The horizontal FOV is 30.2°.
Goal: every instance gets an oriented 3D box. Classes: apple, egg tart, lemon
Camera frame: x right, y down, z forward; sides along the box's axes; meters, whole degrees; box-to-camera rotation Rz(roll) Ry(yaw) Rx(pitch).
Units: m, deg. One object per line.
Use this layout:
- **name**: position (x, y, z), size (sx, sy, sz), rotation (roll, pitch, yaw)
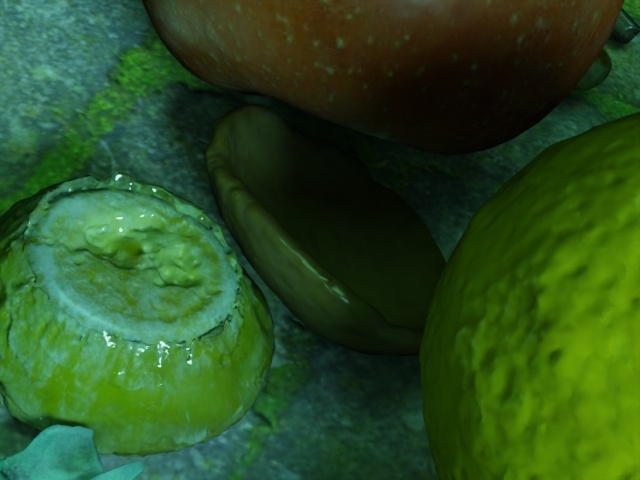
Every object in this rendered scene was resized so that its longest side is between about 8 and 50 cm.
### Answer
- **apple**: position (0.039, -0.215, 0.810), size (0.348, 0.277, 0.348), rotation (15, 7, -2)
- **egg tart**: position (-0.110, 0.029, 0.677), size (0.197, 0.078, 0.197), rotation (14, 45, -15)
- **lemon**: position (0.171, 0.081, 0.509), size (0.245, 0.245, 0.320), rotation (0, 51, -22)

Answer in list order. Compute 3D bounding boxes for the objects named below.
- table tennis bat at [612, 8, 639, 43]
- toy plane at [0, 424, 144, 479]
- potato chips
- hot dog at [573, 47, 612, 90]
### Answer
- **table tennis bat**: position (0.202, -0.289, 1.110), size (0.274, 0.021, 0.154), rotation (52, 23, 15)
- **toy plane**: position (-0.075, 0.183, 0.564), size (0.096, 0.060, 0.235), rotation (-23, 63, -21)
- **potato chips**: position (0.000, 0.001, 0.748), size (0.208, 0.062, 0.195), rotation (42, 25, 11)
- **hot dog**: position (0.166, -0.233, 1.047), size (0.087, 0.061, 0.286), rotation (17, 37, -37)
